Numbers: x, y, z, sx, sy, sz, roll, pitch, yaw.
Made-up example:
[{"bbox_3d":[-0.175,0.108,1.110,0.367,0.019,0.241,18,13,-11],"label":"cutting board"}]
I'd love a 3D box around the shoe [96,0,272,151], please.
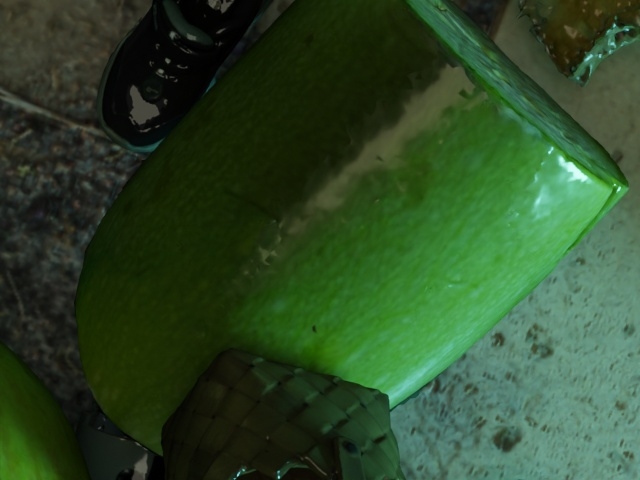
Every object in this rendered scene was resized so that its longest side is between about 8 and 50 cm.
[{"bbox_3d":[-0.084,-0.132,1.185,0.071,0.099,0.169,36,90,-2],"label":"shoe"}]

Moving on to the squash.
[{"bbox_3d":[0.000,0.000,1.169,0.233,0.210,0.309,44,105,1],"label":"squash"}]

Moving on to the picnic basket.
[{"bbox_3d":[-0.014,0.161,1.038,0.137,0.178,0.128,17,125,-24],"label":"picnic basket"}]

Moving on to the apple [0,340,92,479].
[{"bbox_3d":[-0.286,0.189,1.061,0.339,0.339,0.340,0,89,0],"label":"apple"}]

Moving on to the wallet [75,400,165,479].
[{"bbox_3d":[-0.084,0.165,1.199,0.170,0.069,0.231,21,89,-4],"label":"wallet"}]

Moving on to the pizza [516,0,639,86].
[{"bbox_3d":[0.220,-0.209,1.156,0.323,0.089,0.223,1,101,33],"label":"pizza"}]
